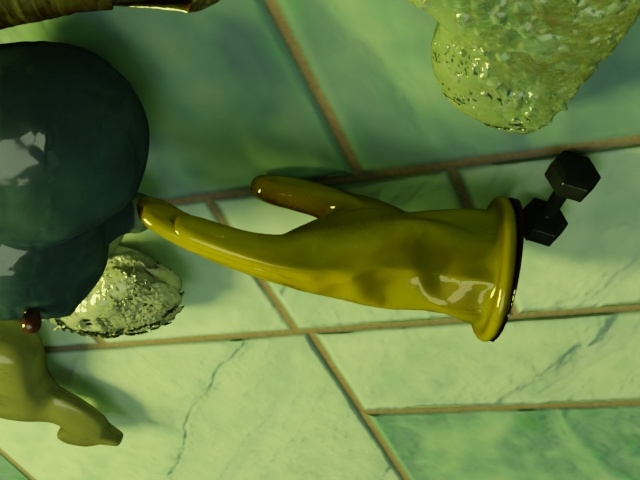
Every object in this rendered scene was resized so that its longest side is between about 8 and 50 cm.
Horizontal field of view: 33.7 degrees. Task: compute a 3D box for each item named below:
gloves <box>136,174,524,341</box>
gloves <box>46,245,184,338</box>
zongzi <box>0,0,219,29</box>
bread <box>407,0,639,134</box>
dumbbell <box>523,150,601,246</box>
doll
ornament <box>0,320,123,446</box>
[{"bbox_3d":[0.000,0.000,0.828,0.294,0.116,0.133,9,170,-2],"label":"gloves"},{"bbox_3d":[-0.201,0.056,1.023,0.153,0.070,0.114,-6,137,21],"label":"gloves"},{"bbox_3d":[-0.156,-0.180,0.715,0.247,0.111,0.241,11,159,-5],"label":"zongzi"},{"bbox_3d":[0.131,-0.152,0.669,0.172,0.064,0.232,-4,140,25],"label":"bread"},{"bbox_3d":[0.183,-0.031,0.820,0.040,0.036,0.083,16,142,-5],"label":"dumbbell"},{"bbox_3d":[-0.238,-0.047,0.846,0.228,0.154,0.258,0,130,-20],"label":"doll"},{"bbox_3d":[-0.350,0.163,1.211,0.244,0.061,0.230,14,144,6],"label":"ornament"}]
